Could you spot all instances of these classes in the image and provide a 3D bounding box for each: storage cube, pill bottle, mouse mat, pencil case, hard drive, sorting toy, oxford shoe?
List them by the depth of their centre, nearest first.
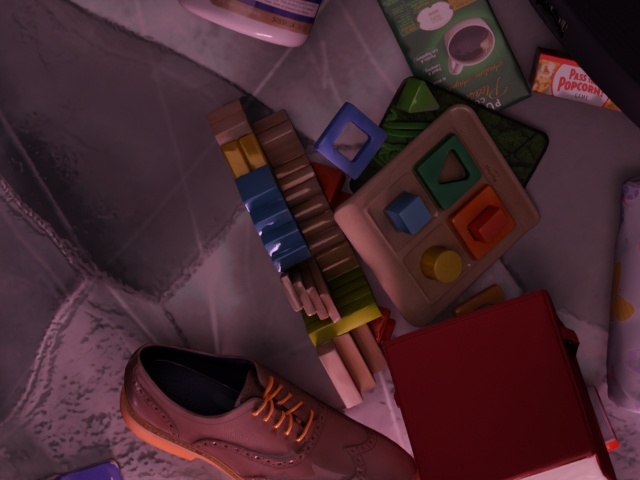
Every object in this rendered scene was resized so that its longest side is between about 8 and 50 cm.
[{"bbox_3d":[0.352,-0.215,1.757,0.172,0.054,0.254,-37,72,-9],"label":"hard drive"},{"bbox_3d":[-0.044,-0.355,1.851,0.153,0.153,0.264,21,101,2],"label":"pill bottle"},{"bbox_3d":[0.196,0.194,1.864,0.215,0.183,0.193,-20,65,9],"label":"storage cube"},{"bbox_3d":[0.137,-0.023,1.883,0.196,0.047,0.347,-41,115,-11],"label":"sorting toy"},{"bbox_3d":[0.386,0.061,1.896,0.124,0.113,0.273,0,100,-5],"label":"pencil case"},{"bbox_3d":[0.144,-0.086,1.912,0.190,0.007,0.152,22,109,-16],"label":"mouse mat"},{"bbox_3d":[-0.055,0.215,1.933,0.364,0.132,0.130,18,59,2],"label":"oxford shoe"}]

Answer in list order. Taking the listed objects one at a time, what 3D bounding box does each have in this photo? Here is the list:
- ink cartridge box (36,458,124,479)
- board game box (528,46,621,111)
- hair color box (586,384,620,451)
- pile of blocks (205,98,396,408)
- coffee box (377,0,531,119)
[{"bbox_3d":[-0.351,0.462,2.058,0.330,0.071,0.324,-19,96,10],"label":"ink cartridge box"},{"bbox_3d":[0.325,-0.165,1.848,0.194,0.147,0.045,13,100,3],"label":"board game box"},{"bbox_3d":[0.262,0.227,1.957,0.141,0.043,0.072,-23,66,8],"label":"hair color box"},{"bbox_3d":[0.000,0.000,1.907,0.113,0.149,0.362,-26,97,3],"label":"pile of blocks"},{"bbox_3d":[0.148,-0.220,1.910,0.113,0.040,0.184,-27,95,9],"label":"coffee box"}]
